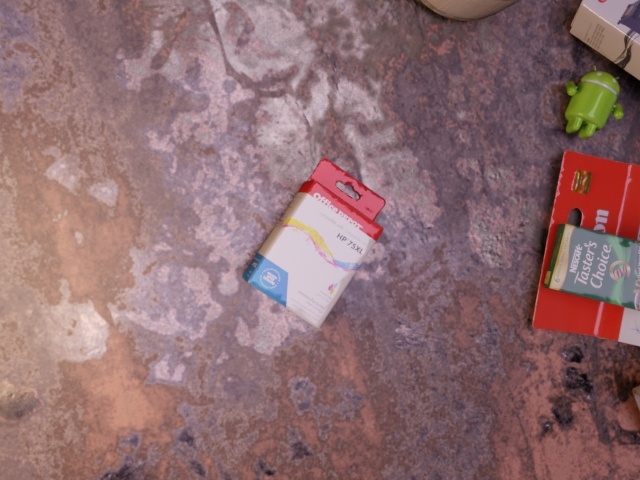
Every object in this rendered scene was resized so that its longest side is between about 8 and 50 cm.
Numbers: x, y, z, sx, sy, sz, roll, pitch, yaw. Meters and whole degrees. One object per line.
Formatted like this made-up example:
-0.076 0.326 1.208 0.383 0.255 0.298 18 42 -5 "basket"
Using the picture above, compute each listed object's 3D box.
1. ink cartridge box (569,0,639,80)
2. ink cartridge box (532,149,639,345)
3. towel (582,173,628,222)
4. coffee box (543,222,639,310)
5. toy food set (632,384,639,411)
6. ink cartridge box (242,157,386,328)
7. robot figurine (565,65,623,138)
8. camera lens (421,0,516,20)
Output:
0.546 -0.348 1.232 0.237 0.100 0.172 40 85 14 "ink cartridge box"
0.567 0.030 1.304 0.384 0.091 0.308 9 92 -16 "ink cartridge box"
0.480 -0.072 1.327 0.083 0.009 0.060 27 89 -11 "towel"
0.465 0.046 1.263 0.184 0.040 0.113 15 93 1 "coffee box"
0.672 0.310 1.300 0.219 0.092 0.306 -28 115 4 "toy food set"
0.000 0.000 1.201 0.134 0.078 0.231 34 86 -12 "ink cartridge box"
0.445 -0.226 1.280 0.101 0.067 0.115 26 88 0 "robot figurine"
0.246 -0.447 1.120 0.219 0.274 0.220 -1 94 -11 "camera lens"
